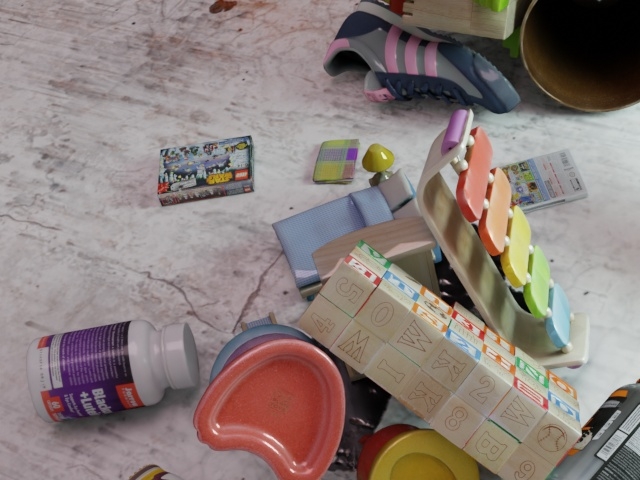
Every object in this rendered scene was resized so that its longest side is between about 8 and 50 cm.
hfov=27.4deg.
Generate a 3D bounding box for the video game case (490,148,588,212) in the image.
[{"bbox_3d":[0.284,-0.076,1.741,0.122,0.011,0.087,-15,47,1],"label":"video game case"}]

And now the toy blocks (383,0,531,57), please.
[{"bbox_3d":[0.176,-0.382,1.859,0.261,0.190,0.381,12,25,19],"label":"toy blocks"}]

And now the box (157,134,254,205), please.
[{"bbox_3d":[-0.163,-0.100,1.870,0.137,0.027,0.094,-9,48,6],"label":"box"}]

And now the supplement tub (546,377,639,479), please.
[{"bbox_3d":[0.323,0.232,1.378,0.117,0.117,0.190,30,61,34],"label":"supplement tub"}]

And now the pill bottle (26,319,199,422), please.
[{"bbox_3d":[-0.251,0.156,1.605,0.194,0.108,0.108,-11,47,6],"label":"pill bottle"}]

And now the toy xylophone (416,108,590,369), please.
[{"bbox_3d":[0.207,-0.007,1.521,0.081,0.322,0.236,-25,26,22],"label":"toy xylophone"}]

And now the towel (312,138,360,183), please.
[{"bbox_3d":[0.023,-0.111,1.843,0.060,0.009,0.083,-2,47,14],"label":"towel"}]

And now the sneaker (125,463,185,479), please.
[{"bbox_3d":[-0.215,0.333,1.461,0.084,0.069,0.185,20,57,36],"label":"sneaker"}]

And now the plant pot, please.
[{"bbox_3d":[0.391,-0.328,1.831,0.215,0.215,0.230,-2,33,13],"label":"plant pot"}]

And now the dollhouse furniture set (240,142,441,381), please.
[{"bbox_3d":[0.000,0.000,1.620,0.286,0.198,0.303,-18,46,-2],"label":"dollhouse furniture set"}]

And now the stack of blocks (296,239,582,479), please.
[{"bbox_3d":[0.130,0.127,1.394,0.297,0.171,0.087,36,103,2],"label":"stack of blocks"}]

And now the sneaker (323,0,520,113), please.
[{"bbox_3d":[0.139,-0.231,1.874,0.319,0.112,0.131,33,80,39],"label":"sneaker"}]

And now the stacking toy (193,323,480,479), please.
[{"bbox_3d":[-0.025,0.255,1.390,0.279,0.309,0.130,-53,15,-3],"label":"stacking toy"}]
